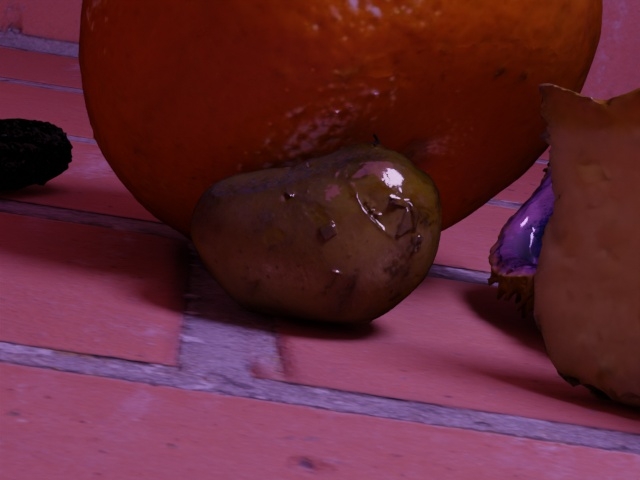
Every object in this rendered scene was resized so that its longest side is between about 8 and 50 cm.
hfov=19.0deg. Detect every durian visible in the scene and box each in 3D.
[{"bbox_3d":[0.237,0.020,1.437,0.186,0.154,0.260,33,-2,-1],"label":"durian"}]

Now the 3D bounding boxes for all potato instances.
[{"bbox_3d":[0.000,0.000,1.341,0.176,0.137,0.137,-10,6,10],"label":"potato"}]

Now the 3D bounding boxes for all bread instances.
[{"bbox_3d":[0.311,0.020,1.153,0.315,0.248,0.279,3,9,-10],"label":"bread"}]

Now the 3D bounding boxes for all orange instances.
[{"bbox_3d":[0.009,-0.179,1.510,0.424,0.424,0.326,2,51,-38],"label":"orange"}]

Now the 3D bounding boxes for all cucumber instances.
[{"bbox_3d":[-0.299,-0.075,1.643,0.072,0.072,0.300,14,10,29],"label":"cucumber"}]
